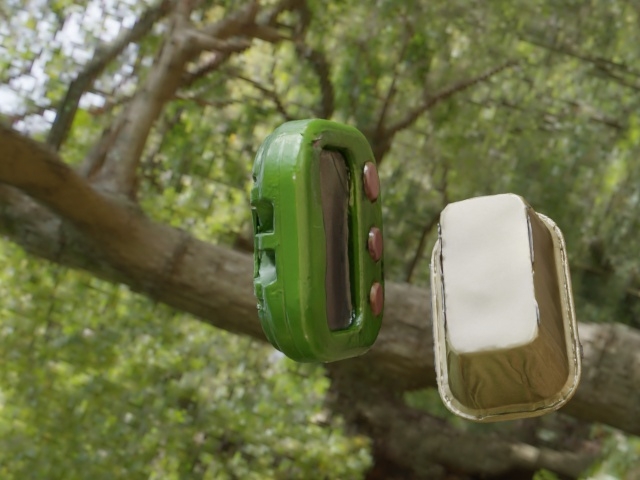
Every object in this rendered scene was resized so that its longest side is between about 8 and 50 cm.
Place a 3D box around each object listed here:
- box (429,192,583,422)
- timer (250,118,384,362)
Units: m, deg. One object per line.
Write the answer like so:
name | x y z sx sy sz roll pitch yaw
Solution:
box | 0.134 0.047 0.984 0.111 0.111 0.177 88 -179 -58
timer | 0.000 0.000 0.776 0.128 0.047 0.140 0 -93 -67
